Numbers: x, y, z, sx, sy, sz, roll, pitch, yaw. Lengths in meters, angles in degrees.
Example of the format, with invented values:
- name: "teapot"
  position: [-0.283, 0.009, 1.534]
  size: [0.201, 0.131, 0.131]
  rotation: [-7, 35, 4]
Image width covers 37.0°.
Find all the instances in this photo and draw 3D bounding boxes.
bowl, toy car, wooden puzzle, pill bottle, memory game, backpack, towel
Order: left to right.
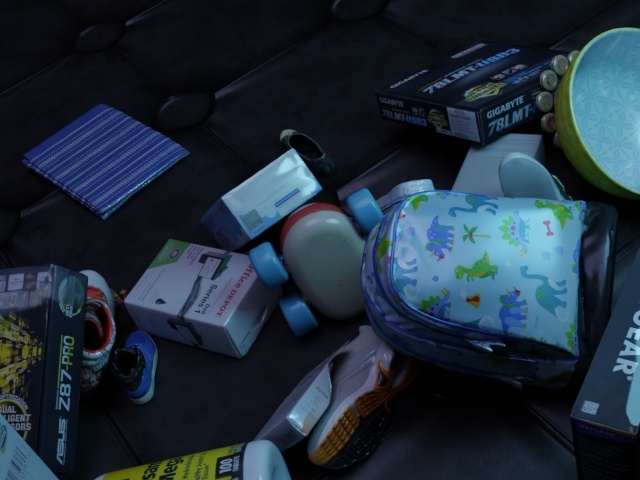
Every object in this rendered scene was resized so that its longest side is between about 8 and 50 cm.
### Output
- name: "towel"
  position: [-0.474, -0.179, 2.087]
  size: [0.243, 0.040, 0.336]
  rotation: [-41, 49, -23]
- name: "wooden puzzle"
  position: [-0.396, 0.115, 1.774]
  size: [0.083, 0.006, 0.049]
  rotation: [-38, 46, -18]
- name: "pill bottle"
  position: [-0.206, 0.392, 1.290]
  size: [0.333, 0.188, 0.188]
  rotation: [-14, 43, 7]
- name: "toy car"
  position: [0.000, 0.000, 1.619]
  size: [0.219, 0.210, 0.238]
  rotation: [-29, 31, 2]
- name: "backpack"
  position: [0.232, 0.058, 1.367]
  size: [0.355, 0.273, 0.290]
  rotation: [5, 74, 18]
- name: "memory game"
  position: [0.456, -0.245, 1.704]
  size: [0.186, 0.186, 0.012]
  rotation: [-42, 20, -22]
- name: "bowl"
  position: [0.503, -0.196, 1.621]
  size: [0.289, 0.289, 0.156]
  rotation: [-42, 4, -22]

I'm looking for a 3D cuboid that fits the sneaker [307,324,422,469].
- name: "sneaker"
  position: [0.048, 0.231, 1.444]
  size: [0.121, 0.099, 0.262]
  rotation: [6, 44, 42]

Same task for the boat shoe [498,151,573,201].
- name: "boat shoe"
  position: [0.353, -0.073, 1.546]
  size: [0.077, 0.219, 0.070]
  rotation: [-33, 34, 21]

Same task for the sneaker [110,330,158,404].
- name: "sneaker"
  position: [-0.314, 0.193, 1.608]
  size: [0.058, 0.085, 0.152]
  rotation: [-15, 43, 6]

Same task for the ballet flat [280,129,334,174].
- name: "ballet flat"
  position: [-0.026, -0.186, 1.909]
  size: [0.057, 0.049, 0.173]
  rotation: [-35, 45, -16]

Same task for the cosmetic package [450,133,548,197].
- name: "cosmetic package"
  position: [0.299, -0.074, 1.641]
  size: [0.127, 0.107, 0.238]
  rotation: [8, 53, 28]

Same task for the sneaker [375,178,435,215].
- name: "sneaker"
  position: [0.143, -0.034, 1.596]
  size: [0.094, 0.258, 0.091]
  rotation: [-8, 83, 0]

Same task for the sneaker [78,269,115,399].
- name: "sneaker"
  position: [-0.392, 0.125, 1.646]
  size: [0.090, 0.145, 0.270]
  rotation: [10, 46, -16]

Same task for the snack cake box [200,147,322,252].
- name: "snack cake box"
  position: [-0.110, -0.061, 1.676]
  size: [0.152, 0.089, 0.264]
  rotation: [-37, 3, -15]

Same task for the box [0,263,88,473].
- name: "box"
  position: [-0.566, 0.215, 1.550]
  size: [0.394, 0.097, 0.319]
  rotation: [-5, 72, 25]

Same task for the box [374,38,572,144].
- name: "box"
  position: [0.305, -0.287, 1.797]
  size: [0.295, 0.073, 0.293]
  rotation: [-27, 31, -25]

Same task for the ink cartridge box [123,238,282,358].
- name: "ink cartridge box"
  position: [-0.200, 0.097, 1.656]
  size: [0.219, 0.093, 0.160]
  rotation: [10, 51, 29]

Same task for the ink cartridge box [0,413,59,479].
- name: "ink cartridge box"
  position: [-0.480, 0.377, 1.255]
  size: [0.151, 0.396, 0.270]
  rotation: [-10, 43, 11]

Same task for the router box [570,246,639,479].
- name: "router box"
  position: [0.416, 0.183, 1.233]
  size: [0.081, 0.243, 0.309]
  rotation: [13, 51, 30]

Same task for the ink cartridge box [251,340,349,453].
- name: "ink cartridge box"
  position: [-0.023, 0.244, 1.427]
  size: [0.045, 0.145, 0.179]
  rotation: [45, 48, 1]
